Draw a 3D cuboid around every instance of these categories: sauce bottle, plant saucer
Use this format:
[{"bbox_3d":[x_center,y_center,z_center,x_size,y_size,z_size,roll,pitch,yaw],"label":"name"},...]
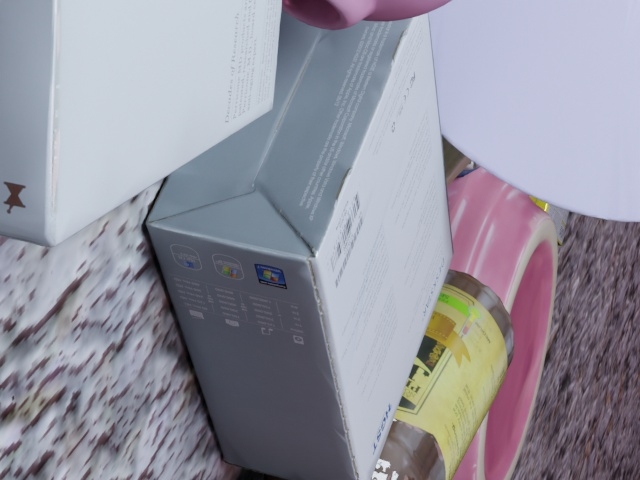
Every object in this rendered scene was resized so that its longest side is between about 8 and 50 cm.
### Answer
[{"bbox_3d":[0.033,0.132,1.091,0.344,0.111,0.111,-52,149,-59],"label":"sauce bottle"},{"bbox_3d":[0.125,0.094,1.416,0.332,0.084,0.332,11,90,-73],"label":"plant saucer"}]

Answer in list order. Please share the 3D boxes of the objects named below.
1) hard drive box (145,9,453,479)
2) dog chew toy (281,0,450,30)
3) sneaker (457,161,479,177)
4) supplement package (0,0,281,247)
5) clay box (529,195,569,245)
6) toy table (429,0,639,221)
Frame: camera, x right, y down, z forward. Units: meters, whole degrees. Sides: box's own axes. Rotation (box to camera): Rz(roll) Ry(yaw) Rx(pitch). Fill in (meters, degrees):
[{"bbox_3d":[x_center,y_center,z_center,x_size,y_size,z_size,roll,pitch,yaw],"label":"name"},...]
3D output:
[{"bbox_3d":[0.000,0.000,0.932,0.232,0.089,0.181,79,29,-52],"label":"hard drive box"},{"bbox_3d":[0.061,-0.247,0.804,0.332,0.207,0.206,-64,160,-15],"label":"dog chew toy"},{"bbox_3d":[0.121,-0.120,1.331,0.073,0.063,0.162,106,6,-70],"label":"sneaker"},{"bbox_3d":[-0.089,-0.079,0.559,0.179,0.105,0.105,-42,141,-64],"label":"supplement package"},{"bbox_3d":[0.221,-0.115,1.639,0.127,0.053,0.222,35,67,-72],"label":"clay box"},{"bbox_3d":[0.139,-0.130,1.037,0.252,0.274,0.161,-35,176,9],"label":"toy table"}]
